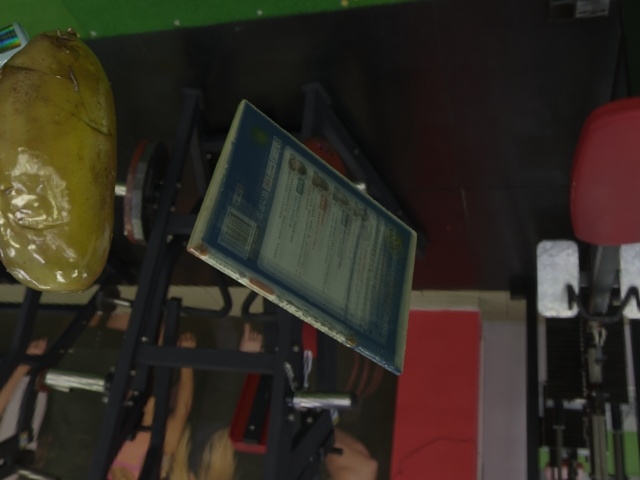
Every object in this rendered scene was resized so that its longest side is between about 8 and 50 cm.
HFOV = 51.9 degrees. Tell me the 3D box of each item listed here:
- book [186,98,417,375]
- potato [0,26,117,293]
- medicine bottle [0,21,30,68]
[{"bbox_3d":[0.000,0.000,0.801,0.322,0.228,0.018,36,138,-28],"label":"book"},{"bbox_3d":[-0.302,-0.091,0.737,0.140,0.300,0.173,-5,171,20],"label":"potato"},{"bbox_3d":[-0.682,-0.346,1.306,0.229,0.121,0.083,-28,145,-11],"label":"medicine bottle"}]
